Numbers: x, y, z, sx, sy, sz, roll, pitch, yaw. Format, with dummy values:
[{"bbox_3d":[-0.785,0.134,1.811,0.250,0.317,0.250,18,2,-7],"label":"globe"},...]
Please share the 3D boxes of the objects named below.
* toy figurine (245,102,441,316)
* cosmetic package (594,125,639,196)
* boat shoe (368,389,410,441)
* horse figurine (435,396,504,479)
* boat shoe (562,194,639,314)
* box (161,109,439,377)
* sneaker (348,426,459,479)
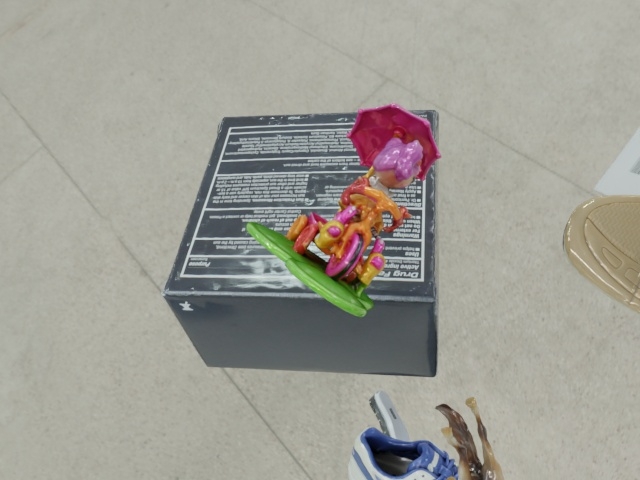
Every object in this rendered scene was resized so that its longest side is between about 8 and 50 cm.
[{"bbox_3d":[0.036,-0.038,0.487,0.159,0.130,0.173,-57,13,4],"label":"toy figurine"},{"bbox_3d":[0.560,-0.052,0.859,0.224,0.224,0.138,31,105,-1],"label":"cosmetic package"},{"bbox_3d":[0.147,0.392,1.271,0.040,0.049,0.142,-43,57,31],"label":"boat shoe"},{"bbox_3d":[0.175,0.296,0.664,0.066,0.175,0.263,-15,21,14],"label":"horse figurine"},{"bbox_3d":[0.335,0.041,0.491,0.285,0.092,0.103,16,82,8],"label":"boat shoe"},{"bbox_3d":[0.000,0.000,0.753,0.296,0.183,0.294,1,50,11],"label":"box"},{"bbox_3d":[0.180,0.379,0.908,0.296,0.131,0.112,11,36,18],"label":"sneaker"}]
